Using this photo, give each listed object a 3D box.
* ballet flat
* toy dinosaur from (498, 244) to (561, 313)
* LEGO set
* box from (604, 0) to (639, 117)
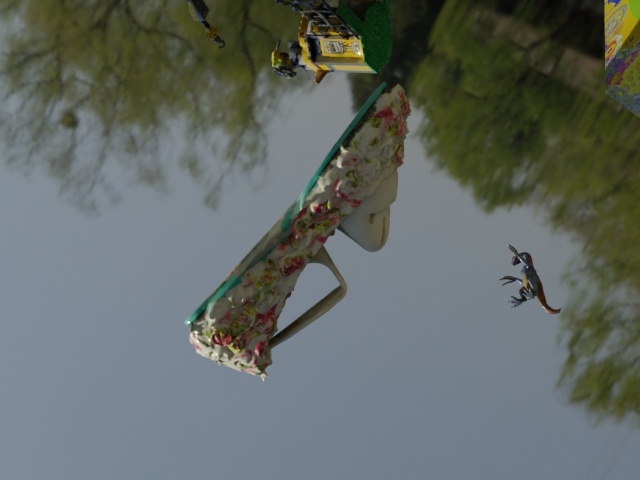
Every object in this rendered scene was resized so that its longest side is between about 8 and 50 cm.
[{"bbox_3d":[0.000,0.000,0.803,0.077,0.241,0.091,40,-166,0],"label":"ballet flat"},{"bbox_3d":[0.248,0.048,1.358,0.090,0.047,0.082,35,-139,-1],"label":"toy dinosaur"},{"bbox_3d":[-0.066,-0.281,0.965,0.192,0.254,0.331,6,177,29],"label":"LEGO set"},{"bbox_3d":[0.358,-0.212,0.780,0.177,0.290,0.279,33,-147,-8],"label":"box"}]
